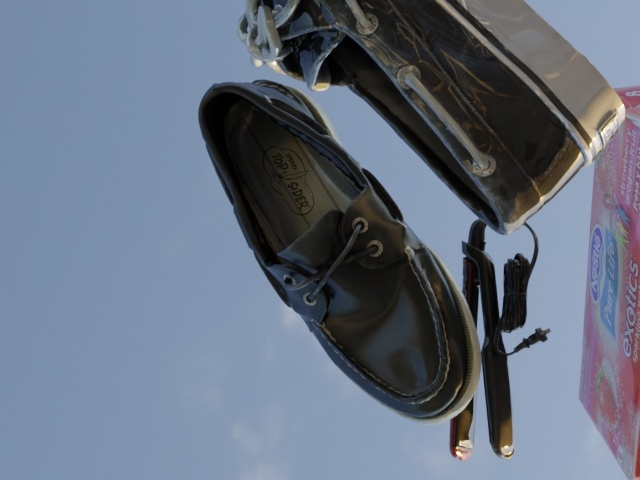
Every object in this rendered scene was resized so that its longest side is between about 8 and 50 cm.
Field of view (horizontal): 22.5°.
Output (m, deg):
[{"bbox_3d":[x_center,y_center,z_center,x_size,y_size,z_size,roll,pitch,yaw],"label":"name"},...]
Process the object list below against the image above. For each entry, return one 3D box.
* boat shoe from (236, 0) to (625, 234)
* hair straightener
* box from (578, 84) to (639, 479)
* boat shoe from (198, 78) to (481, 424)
[{"bbox_3d":[0.009,-0.123,0.833,0.306,0.113,0.105,43,-98,9],"label":"boat shoe"},{"bbox_3d":[0.162,0.076,1.387,0.047,0.089,0.230,30,-118,-55],"label":"hair straightener"},{"bbox_3d":[0.308,0.031,1.306,0.154,0.142,0.300,-7,-63,-10],"label":"box"},{"bbox_3d":[0.003,-0.003,1.264,0.113,0.127,0.340,23,-145,-57],"label":"boat shoe"}]
